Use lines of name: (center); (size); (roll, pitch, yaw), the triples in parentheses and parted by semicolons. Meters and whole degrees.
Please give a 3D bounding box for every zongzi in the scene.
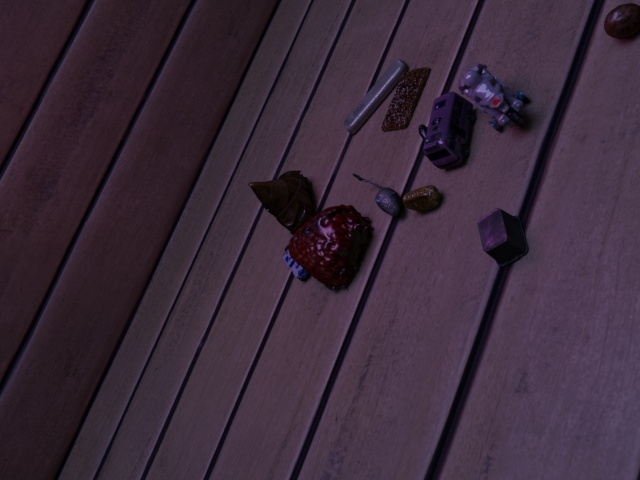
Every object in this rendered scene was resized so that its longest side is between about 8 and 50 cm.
zongzi: (-0.152, -0.191, 2.191); (0.134, 0.288, 0.286); (-39, 36, 23)

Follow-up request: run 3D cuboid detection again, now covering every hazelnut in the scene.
hazelnut: (0.686, -0.499, 1.401); (0.086, 0.086, 0.086); (-36, 39, 36)

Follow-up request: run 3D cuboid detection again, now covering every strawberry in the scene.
strawberry: (0.013, -0.012, 1.899); (0.280, 0.150, 0.253); (34, 91, 47)

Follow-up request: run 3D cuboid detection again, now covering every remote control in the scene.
remote control: (0.191, -0.509, 2.189); (0.309, 0.038, 0.090); (-49, 31, 19)

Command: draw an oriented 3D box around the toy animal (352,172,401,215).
toy animal: (0.183, -0.144, 1.861); (0.070, 0.079, 0.253); (-35, 35, 2)

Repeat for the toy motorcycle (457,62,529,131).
toy motorcycle: (0.432, -0.380, 1.597); (0.110, 0.171, 0.260); (-50, 30, 22)

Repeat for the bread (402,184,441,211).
bread: (0.283, -0.114, 1.708); (0.110, 0.060, 0.066); (-18, 64, 46)

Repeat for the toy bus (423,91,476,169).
toy bus: (0.353, -0.304, 1.709); (0.096, 0.108, 0.198); (-14, 54, 51)

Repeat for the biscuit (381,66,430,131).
biscuit: (0.278, -0.468, 2.039); (0.131, 0.025, 0.230); (5, 70, 57)

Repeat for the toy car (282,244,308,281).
toy car: (-0.080, 0.063, 2.090); (0.080, 0.070, 0.170); (-55, 32, 10)

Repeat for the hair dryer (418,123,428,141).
hair dryer: (0.335, -0.332, 1.847); (0.083, 0.031, 0.079); (-35, 49, 24)

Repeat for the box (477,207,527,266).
box: (0.413, -0.011, 1.417); (0.084, 0.069, 0.122); (-38, 38, 36)
